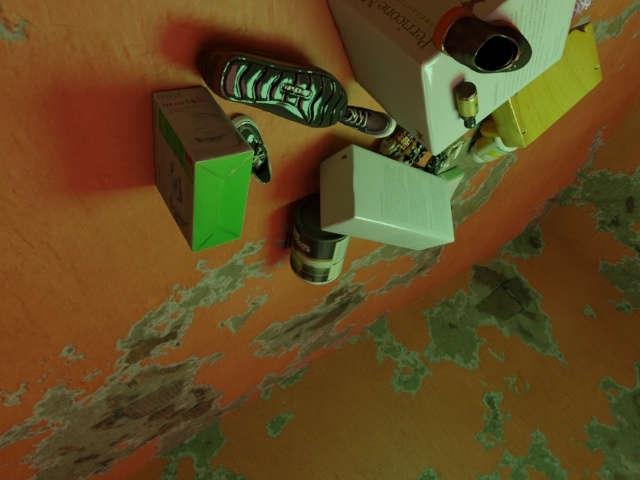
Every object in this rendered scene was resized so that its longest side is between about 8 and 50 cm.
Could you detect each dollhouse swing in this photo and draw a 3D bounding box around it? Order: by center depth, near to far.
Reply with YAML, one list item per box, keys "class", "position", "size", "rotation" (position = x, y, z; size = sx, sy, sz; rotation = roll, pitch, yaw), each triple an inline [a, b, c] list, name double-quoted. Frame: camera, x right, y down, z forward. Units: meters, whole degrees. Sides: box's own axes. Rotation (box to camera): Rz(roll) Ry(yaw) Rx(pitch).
- class: "dollhouse swing"
  position: [0.707, -0.538, 1.538]
  size: [0.347, 0.305, 0.315]
  rotation: [-41, 127, 1]

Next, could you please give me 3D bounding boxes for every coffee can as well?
- class: "coffee can"
  position: [0.000, 0.000, 1.538]
  size: [0.202, 0.201, 0.275]
  rotation: [-25, 151, -23]

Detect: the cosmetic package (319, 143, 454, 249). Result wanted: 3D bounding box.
- class: "cosmetic package"
  position: [0.221, -0.119, 1.425]
  size: [0.453, 0.230, 0.161]
  rotation: [12, 160, -36]

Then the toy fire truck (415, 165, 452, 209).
- class: "toy fire truck"
  position: [0.353, -0.147, 1.744]
  size: [0.246, 0.217, 0.158]
  rotation: [-33, 157, 26]

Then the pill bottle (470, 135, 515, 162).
- class: "pill bottle"
  position: [0.708, -0.390, 1.807]
  size: [0.118, 0.117, 0.208]
  rotation: [-30, 179, -15]

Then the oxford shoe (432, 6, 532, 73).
- class: "oxford shoe"
  position: [0.311, -0.329, 0.784]
  size: [0.271, 0.098, 0.097]
  rotation: [-10, 141, -39]

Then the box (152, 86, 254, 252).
- class: "box"
  position: [-0.259, -0.152, 0.953]
  size: [0.127, 0.231, 0.262]
  rotation: [-19, 149, -31]

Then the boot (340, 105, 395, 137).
- class: "boot"
  position: [0.102, -0.322, 1.178]
  size: [0.086, 0.190, 0.069]
  rotation: [-1, 109, -47]

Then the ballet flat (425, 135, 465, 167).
- class: "ballet flat"
  position: [0.498, -0.334, 1.758]
  size: [0.073, 0.067, 0.206]
  rotation: [-9, 142, -45]

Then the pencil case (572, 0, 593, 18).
- class: "pencil case"
  position: [0.783, -0.729, 1.453]
  size: [0.088, 0.086, 0.206]
  rotation: [38, 110, -21]

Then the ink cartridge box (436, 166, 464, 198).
- class: "ink cartridge box"
  position: [0.541, -0.215, 2.015]
  size: [0.171, 0.056, 0.235]
  rotation: [-25, 154, -22]

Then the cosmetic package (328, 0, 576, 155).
- class: "cosmetic package"
  position: [0.292, -0.482, 0.987]
  size: [0.394, 0.329, 0.327]
  rotation: [-39, 153, 1]

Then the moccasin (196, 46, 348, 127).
- class: "moccasin"
  position: [-0.091, -0.338, 0.988]
  size: [0.380, 0.147, 0.139]
  rotation: [-6, 126, -40]

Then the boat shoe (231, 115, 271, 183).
- class: "boat shoe"
  position: [-0.168, -0.226, 1.125]
  size: [0.078, 0.070, 0.219]
  rotation: [-34, 153, -7]

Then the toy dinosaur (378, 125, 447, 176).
- class: "toy dinosaur"
  position: [0.353, -0.342, 1.500]
  size: [0.322, 0.164, 0.218]
  rotation: [-17, 137, 6]

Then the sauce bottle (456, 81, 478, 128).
- class: "sauce bottle"
  position: [0.308, -0.277, 0.920]
  size: [0.042, 0.042, 0.128]
  rotation: [-41, 154, 6]
